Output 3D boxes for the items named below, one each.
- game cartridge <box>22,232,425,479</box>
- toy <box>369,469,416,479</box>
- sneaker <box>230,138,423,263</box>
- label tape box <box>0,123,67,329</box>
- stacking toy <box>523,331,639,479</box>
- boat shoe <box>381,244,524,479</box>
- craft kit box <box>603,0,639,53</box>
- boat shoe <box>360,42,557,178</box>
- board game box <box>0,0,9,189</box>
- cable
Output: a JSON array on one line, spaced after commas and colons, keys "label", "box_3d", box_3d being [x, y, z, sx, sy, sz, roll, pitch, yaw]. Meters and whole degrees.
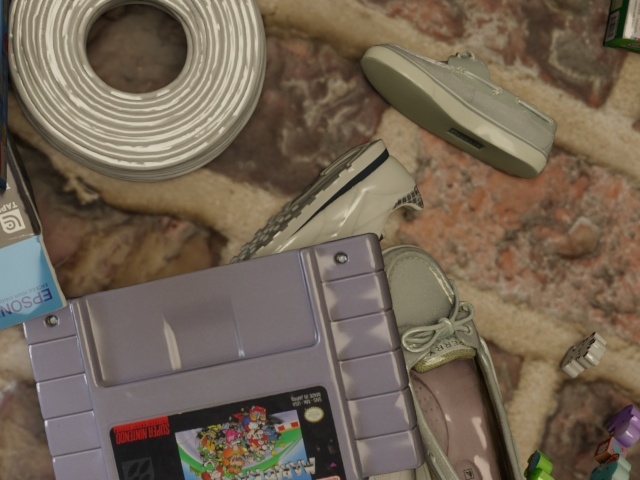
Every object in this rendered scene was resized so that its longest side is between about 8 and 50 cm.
[{"label": "game cartridge", "box_3d": [-0.095, 0.139, 1.078, 0.355, 0.068, 0.230, -13, 85, 11]}, {"label": "toy", "box_3d": [0.049, 0.205, 1.166, 0.237, 0.056, 0.136, 10, 83, -15]}, {"label": "sneaker", "box_3d": [0.000, 0.000, 1.153, 0.235, 0.090, 0.095, -40, 106, -7]}, {"label": "label tape box", "box_3d": [-0.412, -0.060, 1.065, 0.249, 0.115, 0.347, -21, 95, -10]}, {"label": "stacking toy", "box_3d": [0.305, 0.218, 1.161, 0.167, 0.052, 0.221, 40, 45, -6]}, {"label": "boat shoe", "box_3d": [0.128, 0.152, 1.115, 0.118, 0.103, 0.320, -9, 80, -24]}, {"label": "craft kit box", "box_3d": [0.456, -0.310, 1.261, 0.247, 0.061, 0.249, 11, 86, -12]}, {"label": "boat shoe", "box_3d": [0.149, -0.151, 1.192, 0.227, 0.079, 0.081, 31, 74, -13]}, {"label": "board game box", "box_3d": [-0.422, -0.198, 0.965, 0.302, 0.086, 0.308, 1, 87, -10]}, {"label": "cable", "box_3d": [-0.177, -0.189, 1.121, 0.257, 0.089, 0.257, -44, 96, -9]}]
